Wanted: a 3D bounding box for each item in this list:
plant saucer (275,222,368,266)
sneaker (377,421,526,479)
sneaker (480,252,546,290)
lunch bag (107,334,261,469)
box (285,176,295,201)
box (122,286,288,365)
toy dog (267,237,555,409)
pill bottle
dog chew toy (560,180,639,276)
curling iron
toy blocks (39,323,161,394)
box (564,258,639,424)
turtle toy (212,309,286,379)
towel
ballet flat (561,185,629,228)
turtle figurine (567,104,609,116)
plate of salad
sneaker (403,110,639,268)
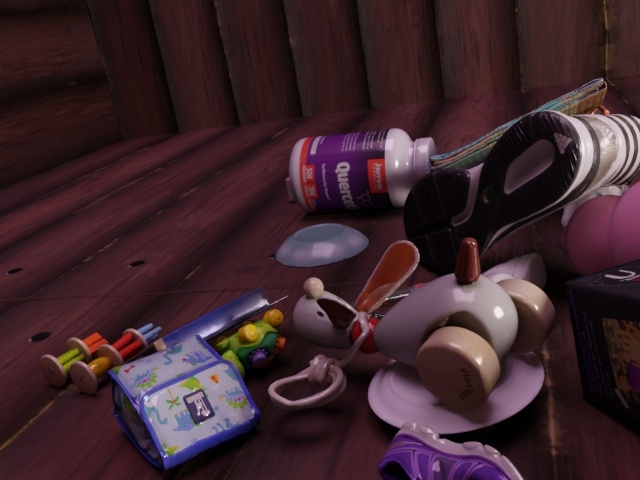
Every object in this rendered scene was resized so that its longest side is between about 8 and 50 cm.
[{"bbox_3d":[0.000,0.000,1.347,0.195,0.037,0.195,-9,19,3],"label":"plant saucer"},{"bbox_3d":[0.123,0.227,0.611,0.071,0.068,0.170,-41,24,-30],"label":"sneaker"},{"bbox_3d":[0.248,0.078,0.959,0.094,0.080,0.212,-10,8,40],"label":"sneaker"},{"bbox_3d":[-0.163,0.195,0.788,0.128,0.096,0.151,-19,37,-33],"label":"lunch bag"},{"bbox_3d":[0.074,-0.148,1.694,0.324,0.067,0.063,-4,19,19],"label":"box"},{"bbox_3d":[-0.165,0.129,0.968,0.225,0.036,0.136,-25,-6,-39],"label":"box"},{"bbox_3d":[0.088,0.070,0.760,0.333,0.161,0.220,-7,19,24],"label":"toy dog"},{"bbox_3d":[0.101,-0.161,1.538,0.322,0.182,0.181,-3,20,21],"label":"pill bottle"},{"bbox_3d":[0.481,-0.003,0.875,0.206,0.207,0.331,-26,17,-40],"label":"dog chew toy"},{"bbox_3d":[0.150,0.091,0.985,0.274,0.068,0.035,-16,17,-32],"label":"curling iron"},{"bbox_3d":[-0.325,0.165,1.002,0.123,0.054,0.148,3,23,32],"label":"toy blocks"},{"bbox_3d":[0.387,0.102,0.623,0.165,0.143,0.270,-14,8,-14],"label":"box"},{"bbox_3d":[-0.101,0.151,0.909,0.130,0.066,0.095,-28,0,-44],"label":"turtle toy"},{"bbox_3d":[0.414,-0.209,1.415,0.370,0.040,0.271,-26,-13,12],"label":"towel"},{"bbox_3d":[0.525,-0.114,1.255,0.139,0.139,0.400,-2,20,22],"label":"ballet flat"},{"bbox_3d":[0.441,-0.171,1.301,0.087,0.217,0.269,40,47,8],"label":"turtle figurine"},{"bbox_3d":[0.153,0.167,0.760,0.199,0.048,0.200,-13,18,4],"label":"plate of salad"},{"bbox_3d":[0.337,-0.071,1.078,0.257,0.169,0.447,-8,-12,-27],"label":"sneaker"}]
